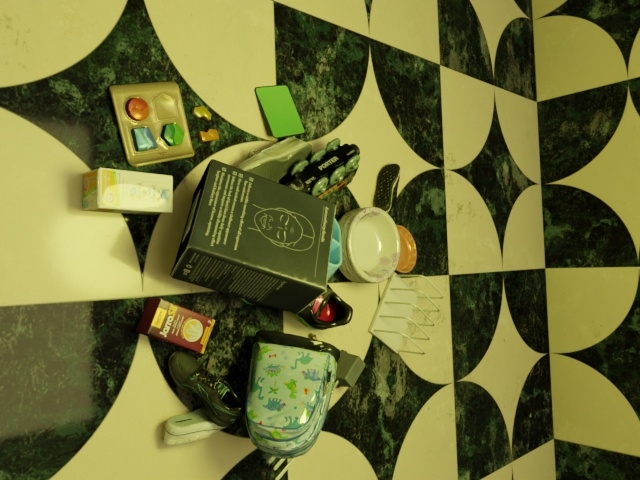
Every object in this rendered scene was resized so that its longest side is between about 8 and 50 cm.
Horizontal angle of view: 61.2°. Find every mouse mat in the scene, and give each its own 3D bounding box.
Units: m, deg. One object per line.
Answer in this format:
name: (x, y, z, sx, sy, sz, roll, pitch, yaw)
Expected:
mouse mat: (-0.137, -0.446, 1.863, 0.153, 0.007, 0.189, -20, 87, -42)

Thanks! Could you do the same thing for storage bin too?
storage bin: (0.101, 0.480, 1.985, 0.135, 0.091, 0.098, -52, 120, -31)

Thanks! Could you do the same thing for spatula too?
spatula: (-0.080, 0.689, 1.817, 0.242, 0.019, 0.168, -42, 140, -36)

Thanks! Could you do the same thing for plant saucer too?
plant saucer: (0.326, 0.038, 2.249, 0.200, 0.037, 0.199, 13, 71, -42)

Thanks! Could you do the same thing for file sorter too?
file sorter: (0.357, 0.294, 2.182, 0.193, 0.173, 0.277, 43, 59, -33)

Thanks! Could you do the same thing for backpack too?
backpack: (-0.100, 0.458, 1.612, 0.290, 0.273, 0.355, 12, 68, 2)

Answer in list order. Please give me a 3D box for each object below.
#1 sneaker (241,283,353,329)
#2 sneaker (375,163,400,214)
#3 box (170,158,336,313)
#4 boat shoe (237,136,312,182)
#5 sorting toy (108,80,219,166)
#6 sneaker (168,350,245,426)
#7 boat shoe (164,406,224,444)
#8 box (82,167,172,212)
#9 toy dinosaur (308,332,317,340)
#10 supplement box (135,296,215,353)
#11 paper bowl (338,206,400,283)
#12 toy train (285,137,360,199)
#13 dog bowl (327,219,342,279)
sneaker: (-0.074, 0.164, 1.769, 0.483, 0.202, 0.185, 27, 69, -39)
sneaker: (0.276, -0.203, 2.224, 0.097, 0.084, 0.234, 51, 53, -57)
box: (-0.183, -0.003, 1.551, 0.396, 0.212, 0.293, 19, 57, -18)
boat shoe: (-0.165, -0.264, 1.794, 0.320, 0.103, 0.118, -34, 149, -36)
sorting toy: (-0.439, -0.350, 1.577, 0.307, 0.041, 0.229, -20, 101, -42)
sneaker: (-0.319, 0.410, 1.551, 0.267, 0.106, 0.101, 48, 37, -6)
boat shoe: (-0.356, 0.542, 1.579, 0.226, 0.083, 0.075, 9, 108, -43)
box: (-0.512, -0.126, 1.442, 0.203, 0.114, 0.103, 2, 87, -44)
toy dinosaur: (-0.016, 0.411, 1.880, 0.093, 0.053, 0.183, -18, 78, -21)
supplement box: (-0.409, 0.242, 1.535, 0.188, 0.081, 0.104, 31, 67, -37)
paper bowl: (0.157, 0.019, 2.032, 0.284, 0.148, 0.284, 3, 86, -42)
toy train: (0.009, -0.220, 1.891, 0.142, 0.190, 0.334, 41, 55, 15)
dog bowl: (0.000, 0.000, 1.844, 0.166, 0.074, 0.297, 35, 33, -28)
